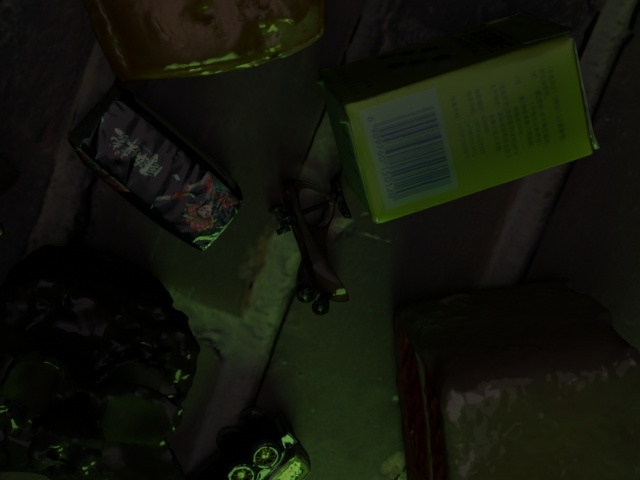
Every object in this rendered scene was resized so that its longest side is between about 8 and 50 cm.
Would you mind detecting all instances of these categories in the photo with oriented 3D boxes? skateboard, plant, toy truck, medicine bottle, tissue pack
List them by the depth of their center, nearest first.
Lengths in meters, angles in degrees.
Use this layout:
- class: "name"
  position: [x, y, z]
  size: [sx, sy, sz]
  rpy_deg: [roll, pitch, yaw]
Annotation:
- class: "plant"
  position: [-0.234, 0.142, 1.076]
  size: [0.215, 0.312, 0.213]
  rpy_deg: [19, 107, -19]
- class: "tissue pack"
  position: [-0.166, -0.073, 1.128]
  size: [0.170, 0.103, 0.090]
  rpy_deg: [39, 91, -20]
- class: "medicine bottle"
  position: [0.138, -0.131, 1.143]
  size: [0.250, 0.137, 0.141]
  rpy_deg: [-17, 109, -5]
- class: "skateboard"
  position: [0.000, 0.000, 1.206]
  size: [0.080, 0.067, 0.151]
  rpy_deg: [-22, 107, -12]
- class: "toy truck"
  position: [-0.091, 0.289, 1.270]
  size: [0.191, 0.085, 0.116]
  rpy_deg: [-42, 115, 3]

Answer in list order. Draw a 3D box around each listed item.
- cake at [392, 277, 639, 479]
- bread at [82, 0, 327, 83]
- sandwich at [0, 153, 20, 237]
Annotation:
- class: "cake"
  position: [0.213, 0.214, 1.222]
  size: [0.230, 0.237, 0.309]
  rpy_deg: [-11, 107, -10]
- class: "bread"
  position: [-0.118, -0.261, 1.074]
  size: [0.235, 0.099, 0.211]
  rpy_deg: [-17, 110, -4]
- class: "sandwich"
  position: [-0.368, -0.080, 1.030]
  size: [0.065, 0.215, 0.186]
  rpy_deg: [-39, 108, 4]
